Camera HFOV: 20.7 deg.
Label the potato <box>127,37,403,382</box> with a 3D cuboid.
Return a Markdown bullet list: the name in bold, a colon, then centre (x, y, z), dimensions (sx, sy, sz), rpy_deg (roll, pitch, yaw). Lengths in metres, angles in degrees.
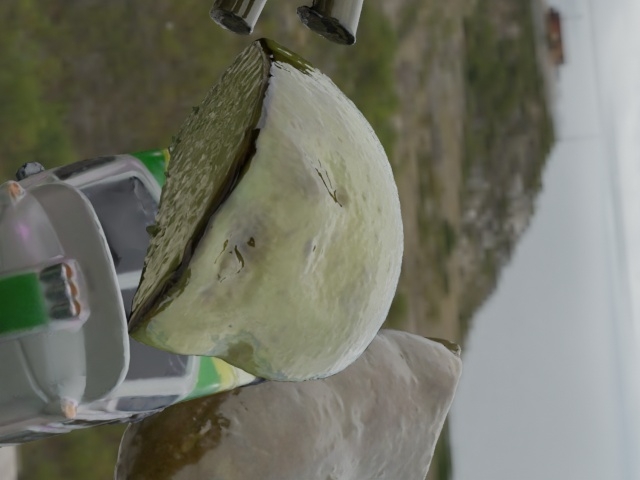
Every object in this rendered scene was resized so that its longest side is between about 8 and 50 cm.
- **potato**: centre (0.000, 0.000, 0.698), dimensions (0.120, 0.081, 0.149), rpy_deg (35, 30, -18)

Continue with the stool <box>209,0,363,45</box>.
- **stool**: centre (-0.019, -0.190, 0.994), dimensions (0.139, 0.153, 0.228), rpy_deg (-65, -176, -17)

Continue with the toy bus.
- **toy bus**: centre (-0.193, 0.048, 0.957), dimensions (0.179, 0.305, 0.143), rpy_deg (-3, 79, -68)

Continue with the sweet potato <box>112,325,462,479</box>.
- **sweet potato**: centre (-0.031, 0.136, 1.247), dimensions (0.370, 0.158, 0.157), rpy_deg (-1, 85, -53)
